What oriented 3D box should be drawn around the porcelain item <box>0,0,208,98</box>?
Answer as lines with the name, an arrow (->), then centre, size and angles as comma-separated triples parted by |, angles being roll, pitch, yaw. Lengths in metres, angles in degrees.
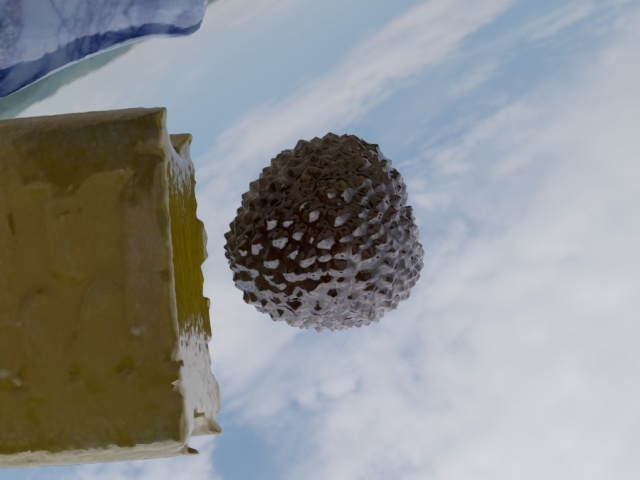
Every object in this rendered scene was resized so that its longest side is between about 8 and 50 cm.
porcelain item -> -0.205, -0.172, 0.463 | 0.259, 0.141, 0.141 | -24, -167, -39

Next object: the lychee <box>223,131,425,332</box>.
lychee -> 0.000, 0.000, 0.878 | 0.268, 0.267, 0.267 | -28, -155, 15

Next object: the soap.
soap -> -0.266, 0.045, 0.599 | 0.336, 0.293, 0.156 | -3, 176, 1
